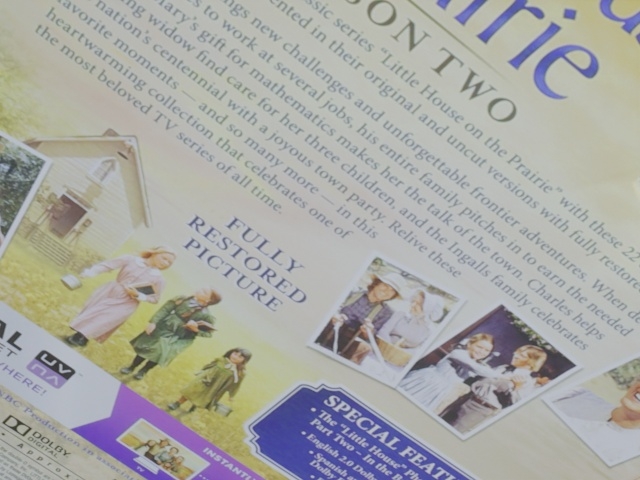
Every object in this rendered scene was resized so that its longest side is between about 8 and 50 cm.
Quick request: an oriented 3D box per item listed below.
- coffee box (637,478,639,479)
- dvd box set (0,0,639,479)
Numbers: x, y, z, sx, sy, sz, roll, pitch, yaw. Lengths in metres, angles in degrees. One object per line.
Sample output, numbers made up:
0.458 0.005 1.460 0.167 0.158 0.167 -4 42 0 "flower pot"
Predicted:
0.397 0.024 0.690 0.338 0.334 0.338 31 35 -3 "coffee box"
0.000 0.000 0.506 0.307 0.420 0.062 35 38 -16 "dvd box set"
